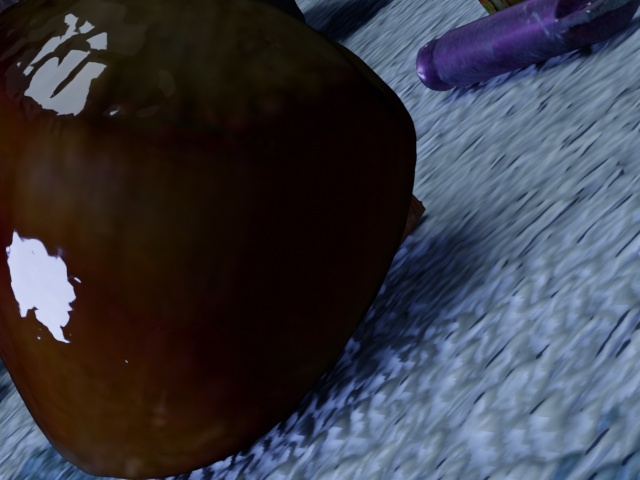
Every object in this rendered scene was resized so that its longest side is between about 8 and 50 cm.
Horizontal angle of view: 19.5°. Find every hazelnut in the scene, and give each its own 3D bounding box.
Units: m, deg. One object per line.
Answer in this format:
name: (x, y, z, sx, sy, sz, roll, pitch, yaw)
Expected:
hazelnut: (-0.064, -0.004, 0.744, 0.208, 0.208, 0.208, -37, 13, 10)

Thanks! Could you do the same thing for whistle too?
whistle: (0.099, -0.102, 0.924, 0.033, 0.033, 0.176, -44, 14, -22)

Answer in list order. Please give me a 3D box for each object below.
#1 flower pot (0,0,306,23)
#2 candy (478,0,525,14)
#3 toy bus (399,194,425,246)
flower pot: (-0.188, -0.151, 1.383, 0.267, 0.266, 0.266, -42, 13, -7)
candy: (0.108, -0.144, 0.973, 0.038, 0.062, 0.122, -40, 12, -5)
toy bus: (0.000, 0.000, 0.855, 0.110, 0.031, 0.043, -24, 26, 48)
